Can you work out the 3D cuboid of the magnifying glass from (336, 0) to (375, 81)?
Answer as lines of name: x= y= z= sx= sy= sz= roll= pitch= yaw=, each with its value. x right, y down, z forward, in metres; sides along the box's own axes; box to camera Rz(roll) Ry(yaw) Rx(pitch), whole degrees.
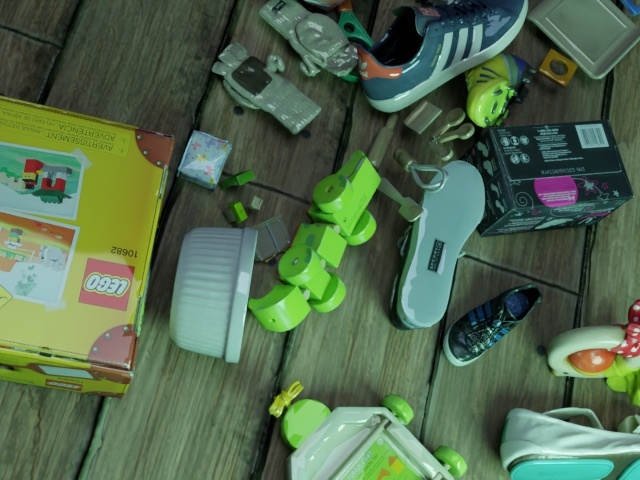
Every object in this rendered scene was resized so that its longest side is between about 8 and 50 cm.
magnifying glass: x=0.050 y=-0.400 z=1.801 sx=0.092 sy=0.026 sz=0.230 roll=-4 pitch=73 yaw=-17

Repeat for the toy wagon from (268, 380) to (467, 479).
toy wagon: x=0.054 y=0.359 z=1.493 sx=0.344 sy=0.068 sz=0.267 roll=45 pitch=64 yaw=4

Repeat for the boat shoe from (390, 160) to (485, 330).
boat shoe: x=0.191 y=0.011 z=1.645 sx=0.113 sy=0.105 sz=0.306 roll=19 pitch=72 yaw=-14

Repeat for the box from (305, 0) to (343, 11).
box: x=-0.013 y=-0.591 z=1.749 sx=0.154 sy=0.142 sz=0.299 roll=10 pitch=61 yaw=-50

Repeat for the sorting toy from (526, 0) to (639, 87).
sorting toy: x=0.527 y=-0.425 z=1.942 sx=0.196 sy=0.047 sz=0.348 roll=43 pitch=64 yaw=7

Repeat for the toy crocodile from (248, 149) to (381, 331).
toy crocodile: x=0.000 y=0.000 z=1.588 sx=0.115 sy=0.105 sz=0.340 roll=47 pitch=61 yaw=-43

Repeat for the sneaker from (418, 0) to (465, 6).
sneaker: x=0.259 y=-0.474 z=1.864 sx=0.234 sy=0.078 sz=0.106 roll=46 pitch=62 yaw=-1

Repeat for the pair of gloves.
pair of gloves: x=-0.058 y=-0.314 z=1.716 sx=0.204 sy=0.042 sz=0.240 roll=34 pitch=66 yaw=6

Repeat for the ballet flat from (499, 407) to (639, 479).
ballet flat: x=0.485 y=0.342 z=1.607 sx=0.400 sy=0.139 sz=0.139 roll=9 pitch=68 yaw=-12

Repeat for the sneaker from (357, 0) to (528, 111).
sneaker: x=0.215 y=-0.376 z=1.711 sx=0.350 sy=0.148 sz=0.131 roll=-37 pitch=45 yaw=-9

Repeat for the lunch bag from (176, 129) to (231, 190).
lunch bag: x=-0.192 y=-0.135 z=1.611 sx=0.071 sy=0.053 sz=0.083 roll=20 pitch=76 yaw=-7

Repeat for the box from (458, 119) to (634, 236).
box: x=0.398 y=-0.112 z=1.732 sx=0.247 sy=0.142 sz=0.163 roll=-6 pitch=71 yaw=-20

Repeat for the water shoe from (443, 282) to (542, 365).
water shoe: x=0.290 y=0.134 z=1.640 sx=0.203 sy=0.080 sz=0.073 roll=-37 pitch=83 yaw=-25

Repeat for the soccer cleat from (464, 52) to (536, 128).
soccer cleat: x=0.299 y=-0.275 z=1.744 sx=0.121 sy=0.093 sz=0.289 roll=25 pitch=30 yaw=15

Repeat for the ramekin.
ramekin: x=-0.162 y=0.076 z=1.463 sx=0.109 sy=0.207 sz=0.207 roll=8 pitch=68 yaw=-4

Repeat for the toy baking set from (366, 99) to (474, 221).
toy baking set: x=0.156 y=-0.147 z=1.661 sx=0.030 sy=0.197 sz=0.256 roll=46 pitch=62 yaw=-38

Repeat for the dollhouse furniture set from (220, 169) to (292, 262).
dollhouse furniture set: x=-0.114 y=-0.039 z=1.615 sx=0.076 sy=0.059 sz=0.151 roll=-30 pitch=100 yaw=-31

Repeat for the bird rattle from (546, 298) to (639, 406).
bird rattle: x=0.481 y=0.189 z=1.600 sx=0.207 sy=0.253 sz=0.143 roll=-4 pitch=69 yaw=7

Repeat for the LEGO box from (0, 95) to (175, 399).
LEGO box: x=-0.491 y=-0.007 z=1.393 sx=0.500 sy=0.193 sz=0.372 roll=12 pitch=67 yaw=-12
